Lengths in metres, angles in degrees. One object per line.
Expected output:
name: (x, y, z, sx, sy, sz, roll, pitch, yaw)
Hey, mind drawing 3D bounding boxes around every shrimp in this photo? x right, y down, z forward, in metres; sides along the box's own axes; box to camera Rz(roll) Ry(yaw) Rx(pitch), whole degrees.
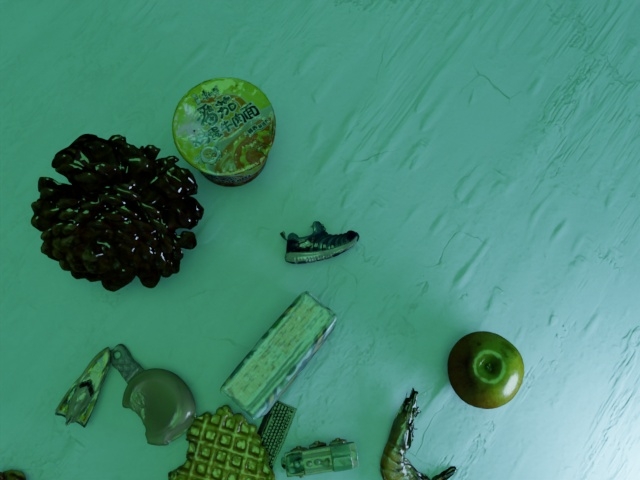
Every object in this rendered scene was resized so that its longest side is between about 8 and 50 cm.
shrimp: (0.264, 0.520, 1.646, 0.198, 0.051, 0.262, 16, 83, -7)

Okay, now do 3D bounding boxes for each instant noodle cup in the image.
instant noodle cup: (-0.243, -0.264, 1.673, 0.264, 0.200, 0.265, 1, 79, -3)

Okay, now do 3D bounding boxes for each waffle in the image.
waffle: (-0.258, 0.561, 1.600, 0.291, 0.051, 0.291, 0, 80, 0)

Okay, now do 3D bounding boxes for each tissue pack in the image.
tissue pack: (-0.097, 0.280, 1.574, 0.128, 0.228, 0.311, 39, 80, 5)

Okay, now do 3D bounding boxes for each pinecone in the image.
pinecone: (-0.469, -0.081, 1.556, 0.397, 0.398, 0.398, 1, 80, -3)

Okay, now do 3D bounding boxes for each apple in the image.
apple: (0.417, 0.325, 1.619, 0.195, 0.196, 0.196, 1, 80, -3)

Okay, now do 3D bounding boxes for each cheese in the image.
cheese: (-0.438, 0.375, 1.613, 0.286, 0.082, 0.163, 40, 80, 19)

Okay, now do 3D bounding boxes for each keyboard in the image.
keyboard: (-0.131, 0.508, 1.638, 0.074, 0.015, 0.197, 23, 79, 2)

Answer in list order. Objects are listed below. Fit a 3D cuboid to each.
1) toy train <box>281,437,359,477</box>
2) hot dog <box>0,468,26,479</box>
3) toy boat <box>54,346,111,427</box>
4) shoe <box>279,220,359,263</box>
toy train: (-0.001, 0.538, 1.586, 0.193, 0.125, 0.081, -8, 77, -5)
hot dog: (-0.748, 0.656, 1.535, 0.146, 0.103, 0.213, -29, 82, -7)
toy boat: (-0.582, 0.363, 1.615, 0.084, 0.066, 0.210, 25, 79, 0)
shoe: (0.000, 0.000, 1.694, 0.207, 0.091, 0.106, -9, 86, -1)
